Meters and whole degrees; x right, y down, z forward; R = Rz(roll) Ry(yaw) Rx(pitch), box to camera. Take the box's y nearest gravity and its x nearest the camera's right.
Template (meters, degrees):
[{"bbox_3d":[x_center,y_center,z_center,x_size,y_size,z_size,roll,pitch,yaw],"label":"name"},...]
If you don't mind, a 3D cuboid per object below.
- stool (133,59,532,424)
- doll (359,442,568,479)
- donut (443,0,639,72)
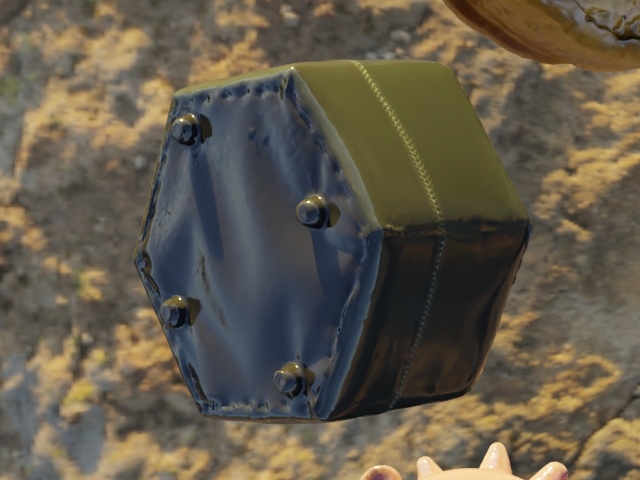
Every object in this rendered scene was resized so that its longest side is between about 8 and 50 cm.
[{"bbox_3d":[0.000,0.000,0.904,0.232,0.141,0.232,4,96,48],"label":"stool"},{"bbox_3d":[0.116,0.243,1.014,0.262,0.093,0.211,34,75,28],"label":"doll"},{"bbox_3d":[0.198,-0.259,0.907,0.299,0.150,0.317,-3,100,-14],"label":"donut"}]
